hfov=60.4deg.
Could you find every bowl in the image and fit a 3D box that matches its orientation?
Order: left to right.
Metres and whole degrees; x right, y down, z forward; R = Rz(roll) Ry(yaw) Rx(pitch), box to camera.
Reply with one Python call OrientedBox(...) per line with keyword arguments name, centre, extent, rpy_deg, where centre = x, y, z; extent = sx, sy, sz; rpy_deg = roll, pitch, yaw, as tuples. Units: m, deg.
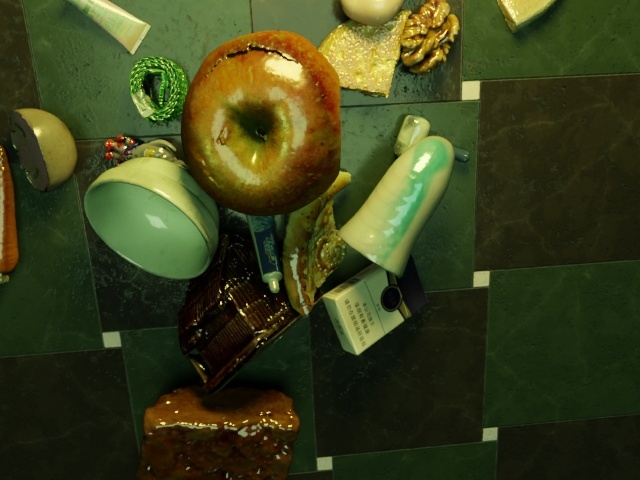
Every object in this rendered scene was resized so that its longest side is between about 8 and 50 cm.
OrientedBox(name="bowl", centre=(-0.361, -0.066, 1.251), extent=(0.307, 0.163, 0.307), rpy_deg=(11, 139, 10))

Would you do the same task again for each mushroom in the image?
OrientedBox(name="mushroom", centre=(-0.619, -0.207, 1.248), extent=(0.117, 0.141, 0.188), rpy_deg=(-19, 113, -36))

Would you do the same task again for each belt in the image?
OrientedBox(name="belt", centre=(-0.365, -0.340, 1.255), extent=(0.121, 0.079, 0.151), rpy_deg=(-2, 95, 6))

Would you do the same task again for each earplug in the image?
OrientedBox(name="earplug", centre=(0.201, -0.095, 1.278), extent=(0.185, 0.185, 0.324), rpy_deg=(33, 94, -13))

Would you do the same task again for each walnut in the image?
OrientedBox(name="walnut", centre=(0.254, -0.462, 1.252), extent=(0.143, 0.069, 0.170), rpy_deg=(32, 90, -43))

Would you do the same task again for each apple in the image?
OrientedBox(name="apple", centre=(-0.108, -0.243, 1.170), extent=(0.374, 0.374, 0.384), rpy_deg=(27, 107, -12))

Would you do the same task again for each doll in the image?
OrientedBox(name="doll", centre=(-0.409, -0.195, 1.298), extent=(0.195, 0.062, 0.104), rpy_deg=(13, 104, -2))

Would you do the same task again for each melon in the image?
OrientedBox(name="melon", centre=(0.512, -0.573, 1.287), extent=(0.182, 0.054, 0.098), rpy_deg=(-25, 92, 2))

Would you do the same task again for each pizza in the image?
OrientedBox(name="pizza", centre=(0.105, -0.418, 1.278), extent=(0.292, 0.058, 0.197), rpy_deg=(-37, 97, 6))

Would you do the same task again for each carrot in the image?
OrientedBox(name="carrot", centre=(-0.755, -0.058, 1.311), extent=(0.069, 0.069, 0.335), rpy_deg=(6, 99, -7))

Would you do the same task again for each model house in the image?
OrientedBox(name="model house", centre=(-0.215, 0.153, 1.364), extent=(0.282, 0.297, 0.317), rpy_deg=(48, 123, 6))

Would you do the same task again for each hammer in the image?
OrientedBox(name="hammer", centre=(0.280, -0.229, 1.352), extent=(0.194, 0.069, 0.116), rpy_deg=(16, 103, -15))

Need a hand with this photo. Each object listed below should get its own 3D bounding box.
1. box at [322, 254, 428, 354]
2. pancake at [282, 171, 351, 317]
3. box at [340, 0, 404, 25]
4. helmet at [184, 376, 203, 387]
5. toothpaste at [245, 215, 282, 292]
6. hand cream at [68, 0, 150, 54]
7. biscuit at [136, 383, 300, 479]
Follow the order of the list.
OrientedBox(name="box", centre=(0.145, 0.151, 1.391), extent=(0.259, 0.071, 0.168), rpy_deg=(-31, 109, -24))
OrientedBox(name="pancake", centre=(0.003, 0.000, 1.313), extent=(0.197, 0.054, 0.376), rpy_deg=(22, 78, -42))
OrientedBox(name="box", centre=(0.126, -0.569, 1.200), extent=(0.146, 0.088, 0.200), rpy_deg=(23, 84, 7))
OrientedBox(name="helmet", centre=(-0.314, 0.393, 1.477), extent=(0.111, 0.057, 0.089), rpy_deg=(3, 124, -10))
OrientedBox(name="toothpaste", centre=(-0.132, 0.000, 1.303), extent=(0.069, 0.047, 0.268), rpy_deg=(-16, 63, 3))
OrientedBox(name="hand cream", centre=(-0.473, -0.496, 1.216), extent=(0.174, 0.047, 0.076), rpy_deg=(32, 101, -22))
OrientedBox(name="biscuit", centre=(-0.269, 0.544, 1.447), extent=(0.395, 0.166, 0.342), rpy_deg=(7, 121, -13))
